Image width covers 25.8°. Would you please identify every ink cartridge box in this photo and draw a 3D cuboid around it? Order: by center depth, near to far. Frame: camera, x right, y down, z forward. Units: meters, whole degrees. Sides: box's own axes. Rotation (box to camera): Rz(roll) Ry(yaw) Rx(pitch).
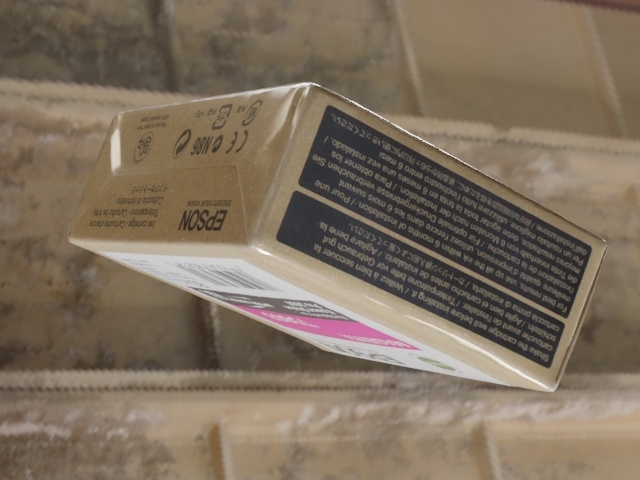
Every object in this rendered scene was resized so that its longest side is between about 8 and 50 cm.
[{"bbox_3d":[0.000,0.000,0.747,0.193,0.235,0.088,26,-102,-28],"label":"ink cartridge box"}]
